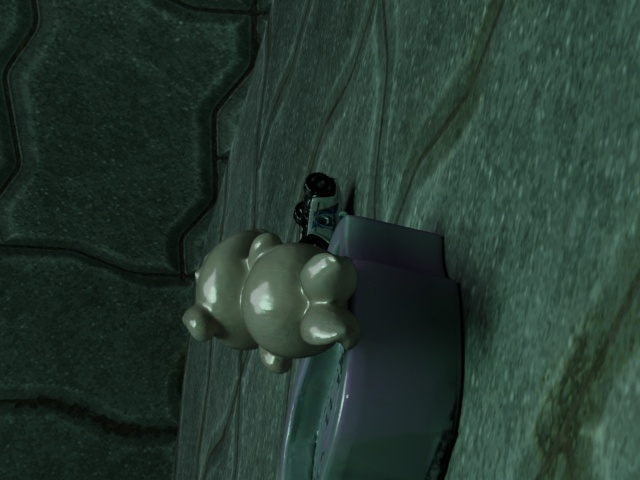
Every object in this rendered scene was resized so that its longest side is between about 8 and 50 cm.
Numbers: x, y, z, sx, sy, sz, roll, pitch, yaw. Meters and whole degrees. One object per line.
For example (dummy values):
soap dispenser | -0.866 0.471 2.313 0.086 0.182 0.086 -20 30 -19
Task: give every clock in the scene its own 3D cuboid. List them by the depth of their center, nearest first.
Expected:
clock | 0.040 0.154 1.433 0.338 0.102 0.338 -170 90 -82

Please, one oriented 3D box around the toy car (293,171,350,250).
toy car | 0.000 0.000 1.928 0.080 0.070 0.171 112 166 -53

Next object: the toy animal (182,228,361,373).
toy animal | -0.014 0.055 1.287 0.212 0.124 0.124 7 87 50
